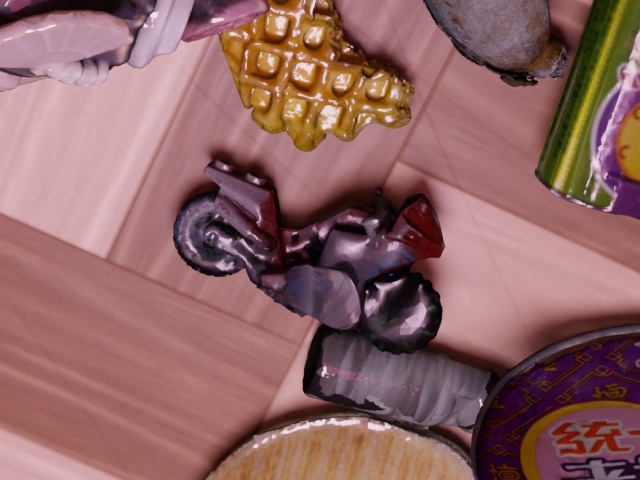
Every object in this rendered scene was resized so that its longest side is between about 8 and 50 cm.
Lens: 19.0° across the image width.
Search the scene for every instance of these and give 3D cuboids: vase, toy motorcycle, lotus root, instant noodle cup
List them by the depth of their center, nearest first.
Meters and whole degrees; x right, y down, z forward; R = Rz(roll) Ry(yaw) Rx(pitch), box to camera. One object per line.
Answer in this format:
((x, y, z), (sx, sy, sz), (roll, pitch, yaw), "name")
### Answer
((0.119, -0.172, 1.357), (0.088, 0.088, 0.165), (-29, 117, 10), "lotus root")
((0.265, 0.263, 1.385), (0.340, 0.340, 0.266), (2, 123, -1), "instant noodle cup")
((0.000, 0.000, 1.413), (0.213, 0.082, 0.122), (22, 102, 1), "toy motorcycle")
((0.093, 0.117, 1.469), (0.211, 0.060, 0.060), (15, 109, -11), "vase")

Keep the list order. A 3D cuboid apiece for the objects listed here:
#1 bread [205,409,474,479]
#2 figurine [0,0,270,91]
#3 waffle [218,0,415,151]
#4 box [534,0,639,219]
((0.021, 0.249, 1.524), (0.267, 0.040, 0.267), (0, 111, -1), "bread")
((-0.189, -0.208, 1.193), (0.253, 0.361, 0.211), (4, 106, 15), "figurine")
((-0.002, -0.159, 1.374), (0.149, 0.051, 0.194), (-18, 108, 8), "waffle")
((0.266, -0.186, 1.343), (0.134, 0.097, 0.345), (12, 109, -13), "box")
